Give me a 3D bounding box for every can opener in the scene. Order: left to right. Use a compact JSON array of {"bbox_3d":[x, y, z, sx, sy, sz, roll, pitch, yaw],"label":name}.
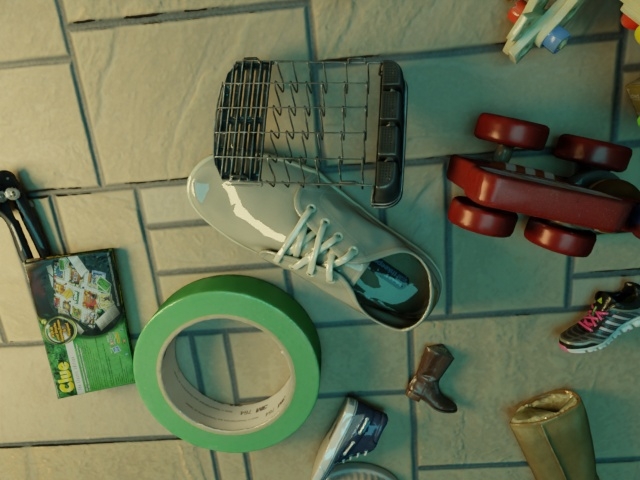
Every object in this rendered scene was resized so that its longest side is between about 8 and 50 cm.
[{"bbox_3d":[-0.496,-0.028,0.783,0.059,0.073,0.186,-31,112,-29],"label":"can opener"}]

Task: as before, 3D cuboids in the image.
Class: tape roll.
[{"bbox_3d":[-0.159,0.221,0.833,0.322,0.077,0.321,0,108,2],"label":"tape roll"}]

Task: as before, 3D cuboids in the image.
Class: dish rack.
[{"bbox_3d":[-0.014,-0.159,0.670,0.272,0.074,0.208,3,79,7],"label":"dish rack"}]

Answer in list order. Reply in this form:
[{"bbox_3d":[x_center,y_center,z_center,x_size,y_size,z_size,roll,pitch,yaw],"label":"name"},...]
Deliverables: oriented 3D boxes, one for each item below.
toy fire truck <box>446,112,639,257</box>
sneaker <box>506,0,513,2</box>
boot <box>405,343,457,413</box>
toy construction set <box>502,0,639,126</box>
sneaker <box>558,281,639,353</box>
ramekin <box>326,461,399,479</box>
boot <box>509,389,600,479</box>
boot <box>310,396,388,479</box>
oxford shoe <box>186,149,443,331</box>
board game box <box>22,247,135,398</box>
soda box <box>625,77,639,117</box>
[{"bbox_3d":[0.322,-0.058,0.629,0.302,0.254,0.169,13,108,-2],"label":"toy fire truck"},{"bbox_3d":[0.289,-0.421,0.614,0.086,0.064,0.192,-6,113,2],"label":"sneaker"},{"bbox_3d":[0.221,0.248,0.850,0.107,0.037,0.114,21,103,-7],"label":"boot"},{"bbox_3d":[0.394,-0.247,0.567,0.328,0.215,0.151,35,84,16],"label":"toy construction set"},{"bbox_3d":[0.470,0.124,0.785,0.170,0.063,0.074,-29,105,6],"label":"sneaker"},{"bbox_3d":[0.073,0.553,0.915,0.207,0.109,0.207,1,109,2],"label":"ramekin"},{"bbox_3d":[0.405,0.434,0.880,0.236,0.089,0.269,-26,106,-1],"label":"boot"},{"bbox_3d":[0.052,0.390,0.882,0.086,0.069,0.190,24,106,-3],"label":"boot"},{"bbox_3d":[0.000,0.000,0.729,0.449,0.130,0.169,30,109,-6],"label":"oxford shoe"},{"bbox_3d":[-0.411,0.146,0.822,0.136,0.030,0.259,-8,108,-18],"label":"board game box"},{"bbox_3d":[0.542,-0.240,0.663,0.181,0.058,0.061,-30,104,12],"label":"soda box"}]
